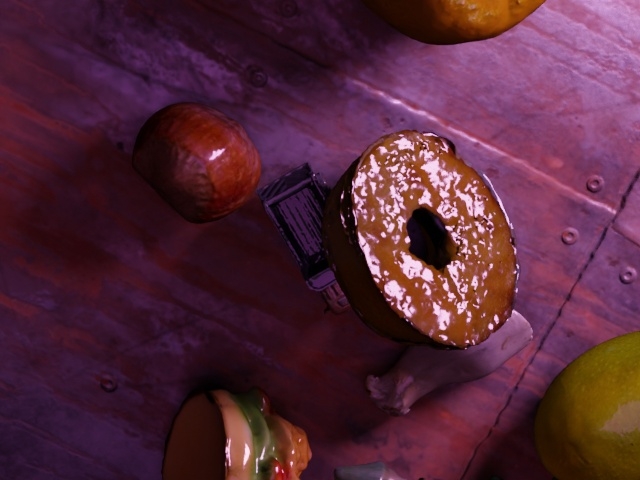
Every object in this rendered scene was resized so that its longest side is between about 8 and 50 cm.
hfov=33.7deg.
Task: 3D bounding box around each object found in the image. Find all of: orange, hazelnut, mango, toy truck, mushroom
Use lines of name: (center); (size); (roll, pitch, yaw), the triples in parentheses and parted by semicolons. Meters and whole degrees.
orange: (0.150, -0.356, 1.168); (0.279, 0.235, 0.279); (-20, 143, -16)
hazelnut: (-0.148, -0.100, 1.284); (0.154, 0.143, 0.143); (42, 99, 7)
mango: (0.433, 0.200, 1.352); (0.343, 0.156, 0.192); (-30, 111, 2)
toy truck: (0.000, 0.000, 1.326); (0.083, 0.092, 0.192); (-29, 102, 4)
mushroom: (0.162, 0.153, 1.366); (0.225, 0.093, 0.116); (-32, 124, 1)

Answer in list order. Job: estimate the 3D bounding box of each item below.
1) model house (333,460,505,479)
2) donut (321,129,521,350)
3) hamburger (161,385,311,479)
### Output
model house: (0.090, 0.429, 1.350); (0.280, 0.245, 0.312); (19, 106, -4)
donut: (0.113, 0.004, 1.274); (0.272, 0.107, 0.272); (13, 68, -34)
hamburger: (-0.098, 0.300, 1.336); (0.148, 0.237, 0.237); (11, 104, -26)
